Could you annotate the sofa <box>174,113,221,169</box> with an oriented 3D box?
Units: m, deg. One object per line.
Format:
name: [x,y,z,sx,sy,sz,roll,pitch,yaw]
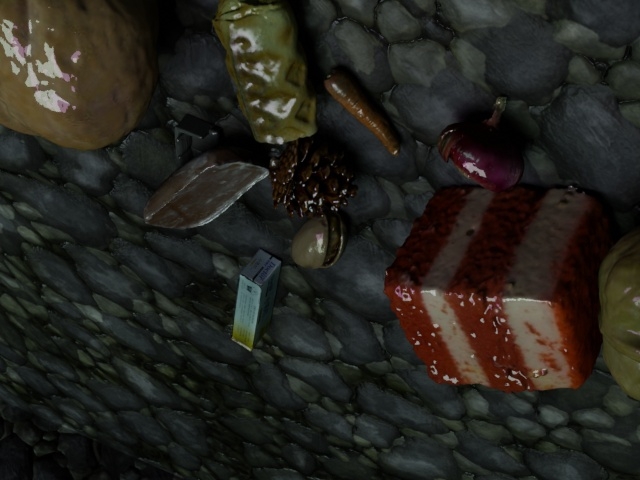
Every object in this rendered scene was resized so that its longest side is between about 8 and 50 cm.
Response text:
sofa: [-0.247,-0.174,1.850,0.085,0.060,0.147,24,144,10]

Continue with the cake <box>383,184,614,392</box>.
cake: [0.320,0.085,1.562,0.319,0.269,0.270,3,136,36]

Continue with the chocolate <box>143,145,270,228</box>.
chocolate: [-0.232,-0.118,1.821,0.254,0.080,0.157,-34,153,31]

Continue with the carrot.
carrot: [0.077,-0.217,1.573,0.191,0.047,0.047,44,143,-24]

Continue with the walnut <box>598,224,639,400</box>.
walnut: [0.564,0.109,1.401,0.277,0.253,0.282,-12,140,6]

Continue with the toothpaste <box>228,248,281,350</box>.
toothpaste: [-0.154,0.143,2.148,0.071,0.089,0.313,31,146,12]

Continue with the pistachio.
pistachio: [0.000,0.000,1.852,0.113,0.113,0.149,33,130,-2]

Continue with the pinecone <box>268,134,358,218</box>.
pinecone: [-0.014,-0.113,1.682,0.173,0.173,0.173,20,144,16]

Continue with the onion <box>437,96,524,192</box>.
onion: [0.268,-0.159,1.453,0.150,0.150,0.140,30,108,1]

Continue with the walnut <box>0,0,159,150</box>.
walnut: [-0.433,-0.342,1.559,0.381,0.381,0.381,20,144,16]

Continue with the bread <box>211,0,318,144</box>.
bread: [-0.090,-0.299,1.523,0.152,0.130,0.268,15,141,30]
